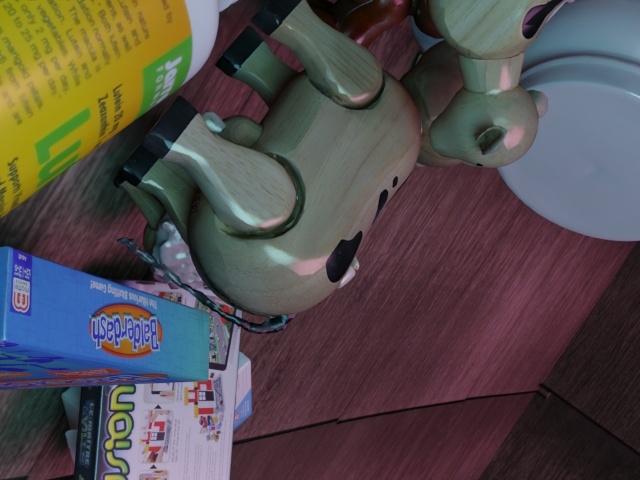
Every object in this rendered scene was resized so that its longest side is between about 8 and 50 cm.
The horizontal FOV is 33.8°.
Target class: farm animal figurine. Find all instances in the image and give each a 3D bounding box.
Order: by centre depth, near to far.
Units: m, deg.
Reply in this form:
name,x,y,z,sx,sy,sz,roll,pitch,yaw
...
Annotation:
name,x,y,z,sx,sy,sz,roll,pitch,yaw
farm animal figurine,0.035,-0.081,0.604,0.326,0.172,0.330,-49,-171,-7

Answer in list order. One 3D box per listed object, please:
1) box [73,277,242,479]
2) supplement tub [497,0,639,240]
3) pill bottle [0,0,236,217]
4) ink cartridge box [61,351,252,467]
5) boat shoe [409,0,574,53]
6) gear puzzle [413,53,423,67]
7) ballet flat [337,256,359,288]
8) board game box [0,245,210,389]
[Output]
name,x,y,z,sx,sy,sz,roll,pitch,yaw
box,-0.119,0.133,0.771,0.114,0.036,0.206,7,85,-36
supplement tub,0.314,-0.183,1.024,0.324,0.235,0.235,-59,163,-32
pill bottle,-0.132,-0.102,0.465,0.246,0.136,0.136,-42,154,-28
ink cartridge box,-0.137,0.140,0.859,0.143,0.090,0.092,-42,154,-29
boat shoe,0.206,-0.284,0.898,0.367,0.136,0.156,-62,153,-5
gear puzzle,0.190,-0.177,1.121,0.339,0.044,0.175,-23,142,-52
ballet flat,0.000,0.000,0.950,0.077,0.077,0.231,-42,155,-30
board game box,-0.176,0.051,0.575,0.210,0.160,0.047,30,57,-67
